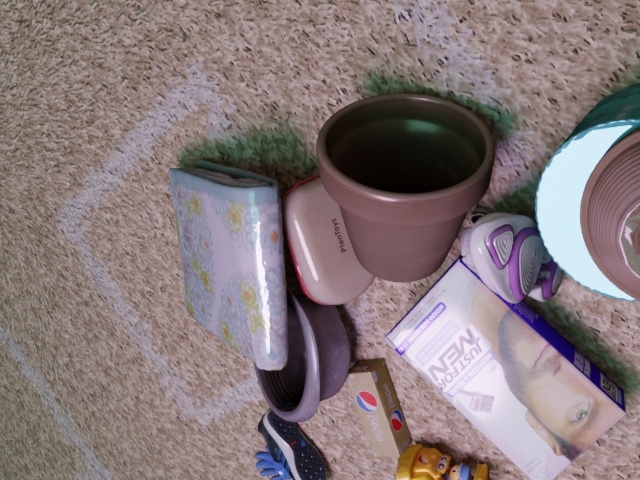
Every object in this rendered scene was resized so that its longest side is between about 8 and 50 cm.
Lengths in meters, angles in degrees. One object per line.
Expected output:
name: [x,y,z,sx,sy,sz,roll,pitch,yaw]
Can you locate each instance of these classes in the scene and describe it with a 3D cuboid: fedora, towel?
fedora: [-0.029,0.194,1.461,0.244,0.124,0.275,2,98,58]
towel: [-0.165,0.028,1.435,0.374,0.090,0.320,21,121,58]

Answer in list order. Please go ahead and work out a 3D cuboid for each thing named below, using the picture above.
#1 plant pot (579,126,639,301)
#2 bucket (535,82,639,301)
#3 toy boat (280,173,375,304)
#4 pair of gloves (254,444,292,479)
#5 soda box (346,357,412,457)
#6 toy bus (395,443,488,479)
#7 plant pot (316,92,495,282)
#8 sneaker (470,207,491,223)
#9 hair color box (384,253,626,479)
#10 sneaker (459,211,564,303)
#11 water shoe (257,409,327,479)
plant pot: [0.408,-0.014,0.895,0.237,0.110,0.237,13,117,27]
bucket: [0.427,-0.061,1.045,0.281,0.183,0.281,13,116,28]
toy boat: [0.000,0.000,1.395,0.151,0.151,0.231,5,115,64]
pair of gloves: [-0.063,0.536,1.719,0.159,0.023,0.198,-3,107,34]
soda box: [0.110,0.317,1.490,0.061,0.058,0.181,-11,103,35]
toy bus: [0.259,0.471,1.418,0.211,0.149,0.220,-20,96,24]
plant pot: [0.125,-0.065,1.223,0.263,0.263,0.229,23,139,23]
sneaker: [0.274,-0.020,1.254,0.083,0.037,0.032,30,122,17]
hair color box: [0.291,0.200,1.261,0.339,0.110,0.185,42,108,7]
sneaker: [0.250,0.025,1.135,0.152,0.305,0.114,18,87,30]
water shoe: [-0.057,0.447,1.650,0.203,0.073,0.080,58,142,15]
